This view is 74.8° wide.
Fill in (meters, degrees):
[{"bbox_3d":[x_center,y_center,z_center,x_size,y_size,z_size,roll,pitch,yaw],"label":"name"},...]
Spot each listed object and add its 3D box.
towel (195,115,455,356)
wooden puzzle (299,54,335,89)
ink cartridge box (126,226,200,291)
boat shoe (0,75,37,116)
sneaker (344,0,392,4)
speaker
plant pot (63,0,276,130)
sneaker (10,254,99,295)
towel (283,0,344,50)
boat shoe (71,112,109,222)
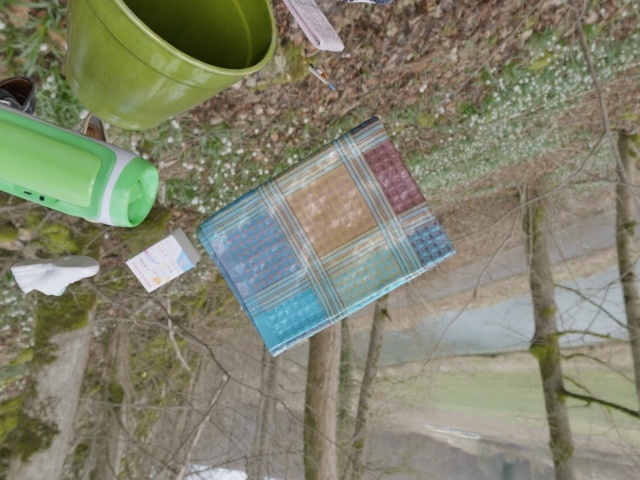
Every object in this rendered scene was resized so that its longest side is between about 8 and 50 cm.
[{"bbox_3d":[0.000,0.000,0.709,0.370,0.271,0.040,-30,-179,10],"label":"towel"},{"bbox_3d":[-0.007,-0.461,1.142,0.116,0.079,0.014,31,119,-29],"label":"wooden puzzle"},{"bbox_3d":[-0.379,0.049,0.999,0.143,0.092,0.090,-31,-165,1],"label":"ink cartridge box"},{"bbox_3d":[-0.610,-0.247,0.778,0.084,0.233,0.079,30,119,-20],"label":"boat shoe"},{"bbox_3d":[0.190,-1.106,1.845,0.299,0.121,0.111,19,128,9],"label":"sneaker"},{"bbox_3d":[-0.426,-0.121,0.675,0.296,0.131,0.131,20,160,-2],"label":"speaker"},{"bbox_3d":[-0.341,-0.410,0.851,0.366,0.367,0.353,23,148,-37],"label":"plant pot"},{"bbox_3d":[-0.637,0.092,1.026,0.212,0.094,0.080,-3,-163,8],"label":"sneaker"},{"bbox_3d":[-0.033,-0.988,1.868,0.053,0.332,0.317,-32,98,30],"label":"towel"},{"bbox_3d":[-0.580,-0.187,1.064,0.104,0.285,0.089,-3,163,-46],"label":"boat shoe"}]
